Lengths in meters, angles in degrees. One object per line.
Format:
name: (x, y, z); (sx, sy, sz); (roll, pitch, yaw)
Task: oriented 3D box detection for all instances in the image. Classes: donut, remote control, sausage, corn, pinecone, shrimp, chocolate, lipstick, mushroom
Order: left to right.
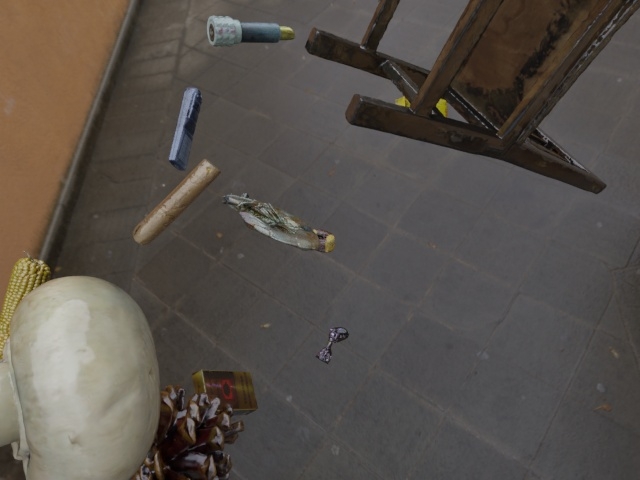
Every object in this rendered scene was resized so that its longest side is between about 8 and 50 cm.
corn: (-0.822, 0.185, 1.245); (0.102, 0.101, 0.310); (9, 86, 16)
mushroom: (-0.345, 0.212, 0.612); (0.315, 0.315, 0.356); (-12, 11, 2)
sausage: (-0.393, -0.101, 1.216); (0.301, 0.066, 0.066); (-45, 57, 6)
pinecone: (-0.380, 0.573, 1.244); (0.385, 0.384, 0.384); (-5, 54, 7)
remote control: (-0.237, -0.201, 0.793); (0.027, 0.043, 0.152); (7, 76, 6)
lipstick: (-0.089, -0.275, 0.593); (0.116, 0.037, 0.037); (-14, 50, -28)
shrimp: (-0.164, -0.059, 1.443); (0.360, 0.247, 0.085); (28, 106, 5)
donut: (0.000, 0.000, 1.994); (0.140, 0.059, 0.140); (6, 30, -3)
chocolate: (0.041, 0.381, 1.653); (0.070, 0.072, 0.147); (-4, 45, 56)

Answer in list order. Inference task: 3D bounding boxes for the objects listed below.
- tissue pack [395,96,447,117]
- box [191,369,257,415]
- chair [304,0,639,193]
tissue pack: (0.353, -0.448, 1.562); (0.176, 0.095, 0.062); (-5, 7, -22)
box: (-0.351, 0.561, 1.658); (0.071, 0.240, 0.159); (-33, 56, 27)
chair: (0.232, -0.228, 0.514); (0.416, 0.240, 0.203); (7, 40, -29)
